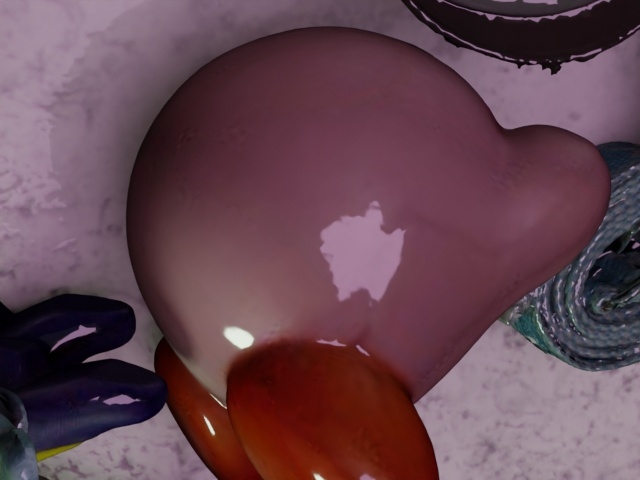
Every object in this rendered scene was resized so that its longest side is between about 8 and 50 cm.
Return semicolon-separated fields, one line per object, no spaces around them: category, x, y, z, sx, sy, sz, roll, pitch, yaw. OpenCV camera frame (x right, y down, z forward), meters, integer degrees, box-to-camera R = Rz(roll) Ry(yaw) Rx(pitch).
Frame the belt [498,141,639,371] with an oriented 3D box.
belt;0.201;0.012;0.895;0.148;0.082;0.163;32;90;-22

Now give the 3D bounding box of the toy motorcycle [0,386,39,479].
toy motorcycle;-0.253;0.087;0.599;0.206;0.260;0.154;-6;108;-61

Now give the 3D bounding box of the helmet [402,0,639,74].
helmet;0.093;-0.260;0.721;0.225;0.177;0.305;-15;121;-11

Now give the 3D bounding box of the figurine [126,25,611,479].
figurine;-0.008;0.003;0.724;0.211;0.270;0.261;39;79;-21

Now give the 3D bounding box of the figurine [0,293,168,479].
figurine;-0.150;0.237;0.775;0.193;0.154;0.420;-18;109;-12
